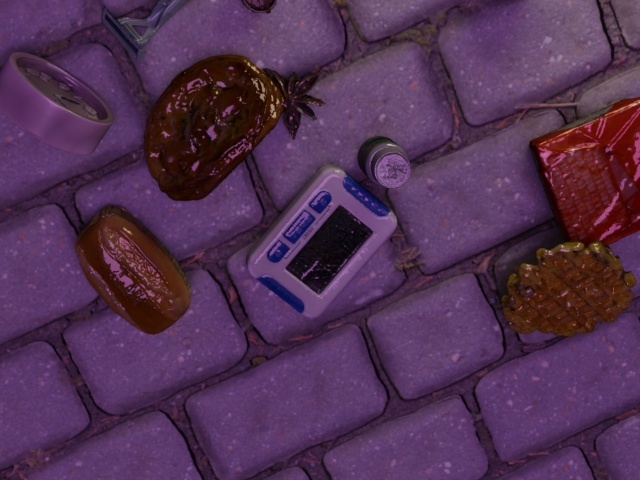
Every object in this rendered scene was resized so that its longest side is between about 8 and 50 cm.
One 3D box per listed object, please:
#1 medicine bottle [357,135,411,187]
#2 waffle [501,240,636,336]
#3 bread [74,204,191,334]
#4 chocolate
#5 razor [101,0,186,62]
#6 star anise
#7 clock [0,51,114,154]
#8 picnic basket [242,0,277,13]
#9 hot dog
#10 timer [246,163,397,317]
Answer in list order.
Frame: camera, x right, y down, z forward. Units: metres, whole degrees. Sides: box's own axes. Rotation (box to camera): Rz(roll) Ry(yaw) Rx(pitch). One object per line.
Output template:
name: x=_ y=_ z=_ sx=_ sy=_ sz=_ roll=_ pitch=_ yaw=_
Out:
medicine bottle: x=0.115 y=-0.138 z=1.922 sx=0.080 sy=0.130 sz=0.080 roll=-2 pitch=104 yaw=-8
waffle: x=0.464 y=0.093 z=2.013 sx=0.262 sy=0.060 sz=0.281 roll=-3 pitch=140 yaw=-12
bread: x=-0.333 y=0.055 z=1.919 sx=0.140 sy=0.106 sz=0.236 roll=-39 pitch=106 yaw=5
chocolate: x=0.523 y=-0.122 z=2.002 sx=0.234 sy=0.108 sz=0.237 roll=-25 pitch=105 yaw=-1
razor: x=-0.236 y=-0.426 z=1.840 sx=0.278 sy=0.056 sz=0.111 roll=-41 pitch=71 yaw=-3
star anise: x=-0.049 y=-0.240 z=1.913 sx=0.124 sy=0.056 sz=0.129 roll=4 pitch=110 yaw=16
clock: x=-0.441 y=-0.226 z=1.784 sx=0.197 sy=0.197 sz=0.068 roll=33 pitch=106 yaw=-15
picnic basket: x=-0.103 y=-0.420 z=1.840 sx=0.072 sy=0.083 sz=0.072 roll=-2 pitch=105 yaw=-9
hot dog: x=-0.194 y=-0.191 z=1.858 sx=0.272 sy=0.122 sz=0.196 roll=-43 pitch=72 yaw=7
timer: x=0.000 y=0.000 z=1.970 sx=0.178 sy=0.078 sz=0.253 roll=39 pitch=97 yaw=-18
